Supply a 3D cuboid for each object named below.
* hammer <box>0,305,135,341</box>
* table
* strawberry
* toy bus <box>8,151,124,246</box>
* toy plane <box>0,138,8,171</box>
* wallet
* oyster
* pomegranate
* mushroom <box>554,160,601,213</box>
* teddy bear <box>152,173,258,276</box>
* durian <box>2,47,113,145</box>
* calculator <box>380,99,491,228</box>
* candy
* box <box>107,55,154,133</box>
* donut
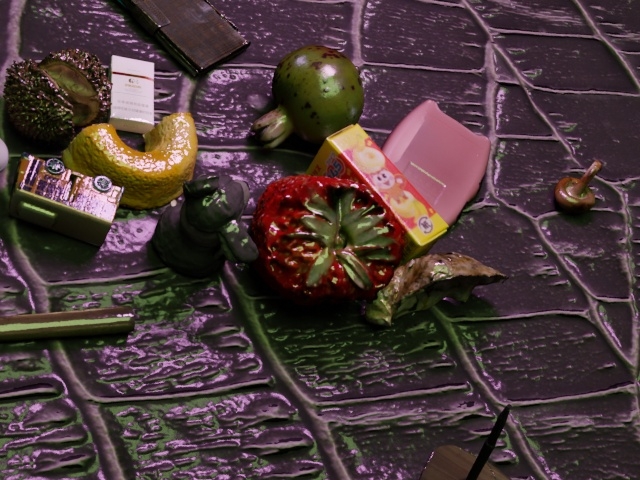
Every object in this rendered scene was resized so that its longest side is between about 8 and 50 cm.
[{"bbox_3d":[-0.508,0.135,1.758,0.440,0.044,0.168,-3,59,-26],"label":"hammer"},{"bbox_3d":[0.305,0.454,1.779,0.317,0.249,0.317,12,53,-17],"label":"table"},{"bbox_3d":[0.001,-0.004,1.998,0.261,0.257,0.261,1,87,-16],"label":"strawberry"},{"bbox_3d":[-0.437,-0.066,1.901,0.182,0.091,0.103,20,53,-14],"label":"toy bus"},{"bbox_3d":[-0.640,-0.167,1.859,0.244,0.117,0.245,12,52,-16],"label":"toy plane"},{"bbox_3d":[-0.303,-0.470,2.271,0.317,0.044,0.169,44,47,7],"label":"wallet"},{"bbox_3d":[0.220,0.082,2.080,0.294,0.166,0.094,-5,55,-41],"label":"oyster"},{"bbox_3d":[-0.026,-0.268,2.182,0.248,0.202,0.202,-33,73,-9],"label":"pomegranate"},{"bbox_3d":[0.557,-0.111,2.393,0.088,0.073,0.129,41,84,24],"label":"mushroom"},{"bbox_3d":[-0.175,-0.026,1.915,0.144,0.251,0.171,-37,92,-37],"label":"teddy bear"},{"bbox_3d":[-0.470,-0.268,1.984,0.196,0.167,0.196,11,38,-8],"label":"durian"},{"bbox_3d":[0.230,-0.153,2.295,0.220,0.048,0.330,34,53,-2],"label":"calculator"},{"bbox_3d":[0.100,-0.071,2.117,0.088,0.146,0.276,-30,75,-36],"label":"candy"},{"bbox_3d":[-0.357,-0.275,2.113,0.084,0.040,0.154,6,55,-18],"label":"box"},{"bbox_3d":[-0.312,-0.138,2.011,0.259,0.101,0.152,-15,70,-37],"label":"donut"}]
